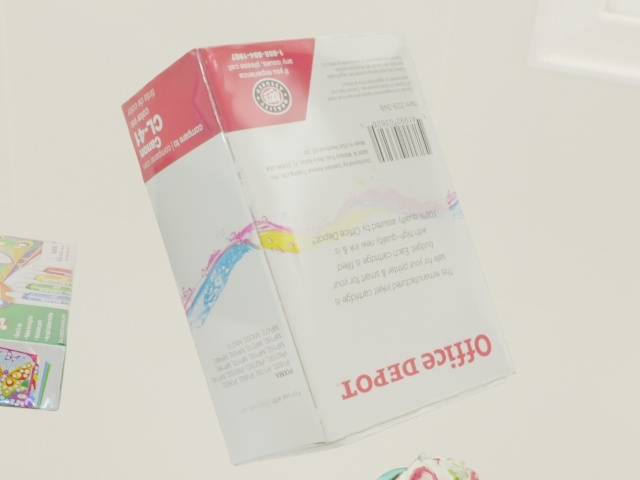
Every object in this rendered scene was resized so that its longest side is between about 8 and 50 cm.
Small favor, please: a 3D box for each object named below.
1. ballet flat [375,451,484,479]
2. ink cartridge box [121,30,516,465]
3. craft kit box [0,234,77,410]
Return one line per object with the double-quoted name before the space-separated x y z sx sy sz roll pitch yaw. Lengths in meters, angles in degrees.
"ballet flat" 0.073 0.163 0.425 0.077 0.241 0.091 14 51 31
"ink cartridge box" 0.000 0.000 0.954 0.226 0.306 0.131 -11 -7 -42
"craft kit box" -0.314 0.045 0.908 0.246 0.061 0.250 5 15 -12
